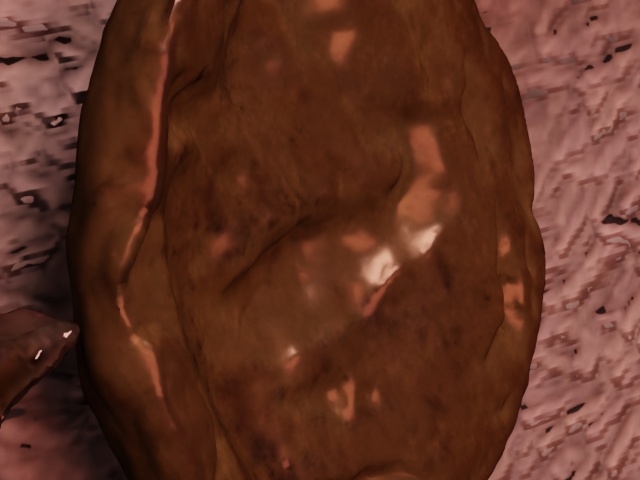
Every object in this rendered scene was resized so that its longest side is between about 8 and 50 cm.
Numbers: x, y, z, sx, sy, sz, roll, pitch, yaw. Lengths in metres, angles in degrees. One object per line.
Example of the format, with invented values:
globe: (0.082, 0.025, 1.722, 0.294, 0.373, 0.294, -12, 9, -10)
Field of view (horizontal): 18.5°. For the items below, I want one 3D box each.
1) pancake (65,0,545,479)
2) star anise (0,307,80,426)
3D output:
pancake: (0.000, 0.000, 0.646, 0.242, 0.050, 0.242, -6, 97, -52)
star anise: (-0.199, 0.091, 0.474, 0.332, 0.118, 0.331, -2, 93, -44)
